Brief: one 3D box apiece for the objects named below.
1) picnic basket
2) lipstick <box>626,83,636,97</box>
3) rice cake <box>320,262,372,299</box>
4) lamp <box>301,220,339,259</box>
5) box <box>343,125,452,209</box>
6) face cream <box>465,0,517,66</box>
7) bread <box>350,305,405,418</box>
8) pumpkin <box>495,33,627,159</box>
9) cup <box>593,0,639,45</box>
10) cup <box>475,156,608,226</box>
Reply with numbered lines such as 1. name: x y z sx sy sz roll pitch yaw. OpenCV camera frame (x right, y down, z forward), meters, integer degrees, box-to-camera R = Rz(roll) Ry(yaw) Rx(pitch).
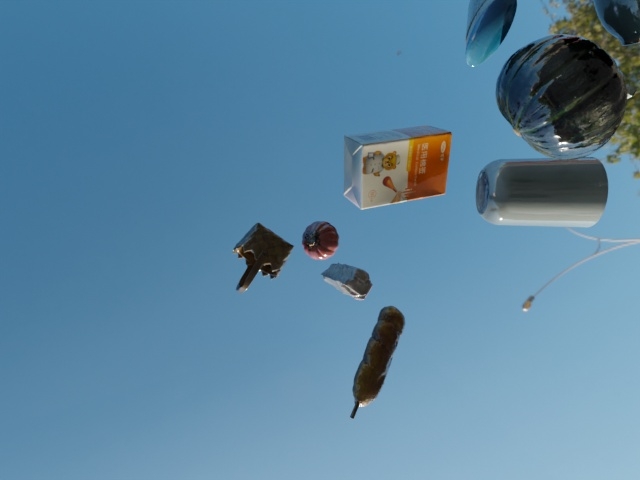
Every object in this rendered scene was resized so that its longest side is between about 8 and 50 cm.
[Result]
1. picnic basket: -0.170 0.057 1.167 0.138 0.128 0.178 34 -107 -8
2. lipstick: 0.741 -0.358 1.117 0.025 0.107 0.025 35 -95 -1
3. rice cake: 0.043 0.068 0.798 0.049 0.270 0.055 -45 -88 -5
4. lamp: 0.000 0.000 1.200 0.092 0.108 0.107 7 -96 -55
5. box: 0.259 -0.253 1.495 0.342 0.143 0.224 -11 -61 -18
6. face cream: 0.356 -0.484 0.934 0.067 0.139 0.285 25 -133 -3
7. bread: 0.161 0.344 1.261 0.344 0.084 0.124 -63 -28 -29
8. pumpkin: 0.465 -0.275 0.856 0.216 0.250 0.249 -36 -74 -1
9. cup: 0.561 -0.422 0.760 0.199 0.199 0.149 -23 -72 -27
10. cup: 0.634 -0.144 1.306 0.312 0.205 0.205 1 -94 4
